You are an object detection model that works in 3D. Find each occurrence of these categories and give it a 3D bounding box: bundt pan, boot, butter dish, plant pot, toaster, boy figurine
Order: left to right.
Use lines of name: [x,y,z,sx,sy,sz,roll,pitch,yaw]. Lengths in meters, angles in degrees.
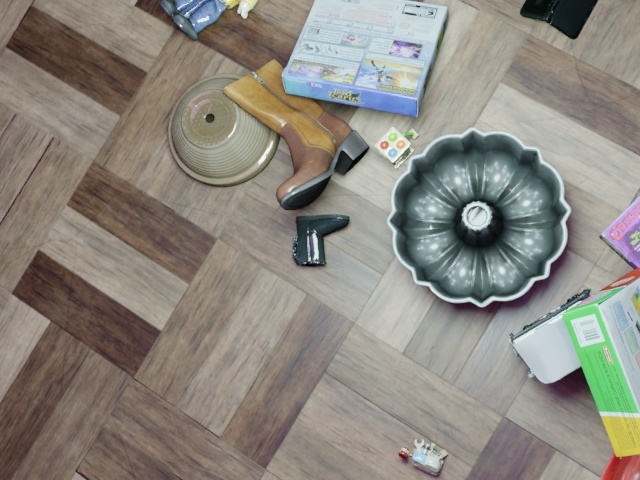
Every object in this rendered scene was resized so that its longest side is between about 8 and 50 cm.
plant pot: [-0.206,-0.234,1.852,0.237,0.110,0.237,-2,81,11]
boy figurine: [-0.191,-0.542,1.905,0.285,0.092,0.177,-39,73,7]
boot: [-0.075,-0.213,1.758,0.280,0.096,0.264,43,57,6]
boot: [0.000,0.000,1.806,0.121,0.045,0.099,-3,79,19]
bundt pan: [0.296,-0.035,1.708,0.330,0.124,0.331,-2,81,12]
toaster: [0.434,0.172,1.627,0.185,0.168,0.110,-33,79,7]
butter dish: [0.586,0.410,1.582,0.160,0.118,0.160,28,88,15]

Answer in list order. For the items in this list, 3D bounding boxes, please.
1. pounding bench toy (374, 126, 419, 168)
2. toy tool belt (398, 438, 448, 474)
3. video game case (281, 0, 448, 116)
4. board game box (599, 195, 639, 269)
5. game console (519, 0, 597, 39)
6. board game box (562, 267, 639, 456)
pounding bench toy: [0.155,-0.193,1.790,0.052,0.065,0.083,44,92,15]
toy tool belt: [0.193,0.398,1.709,0.083,0.052,0.051,25,56,11]
video game case: [0.091,-0.373,1.790,0.269,0.061,0.244,13,60,14]
board game box: [0.709,-0.060,1.665,0.347,0.056,0.208,-44,80,3]
game console: [0.471,-0.470,1.793,0.107,0.071,0.122,27,87,44]
board game box: [0.533,0.186,1.516,0.064,0.316,0.242,-22,86,40]
